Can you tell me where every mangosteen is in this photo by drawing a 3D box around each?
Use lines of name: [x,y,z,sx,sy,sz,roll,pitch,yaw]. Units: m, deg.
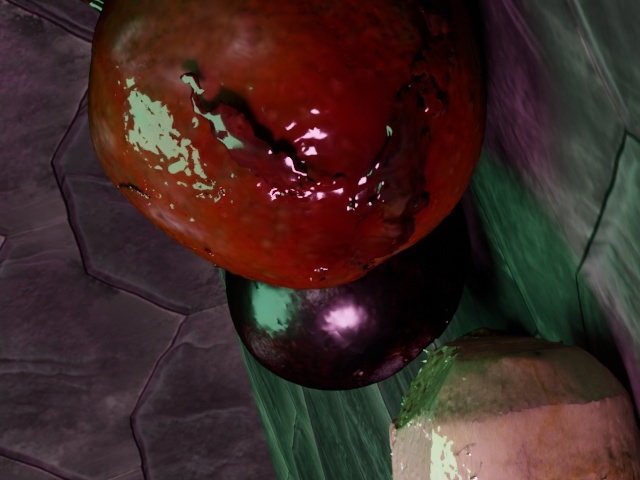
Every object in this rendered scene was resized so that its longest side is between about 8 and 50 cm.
mangosteen: [0.000,0.000,1.555,0.250,0.211,0.211,49,180,-26]

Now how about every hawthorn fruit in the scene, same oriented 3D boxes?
hawthorn fruit: [-0.018,-0.110,1.352,0.316,0.316,0.316,161,90,-80]

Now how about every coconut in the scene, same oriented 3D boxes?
coconut: [0.135,0.164,1.309,0.194,0.194,0.194,161,90,-80]

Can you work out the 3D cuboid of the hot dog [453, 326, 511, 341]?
hot dog: [0.139,0.173,1.534,0.160,0.099,0.227,-121,19,-48]
